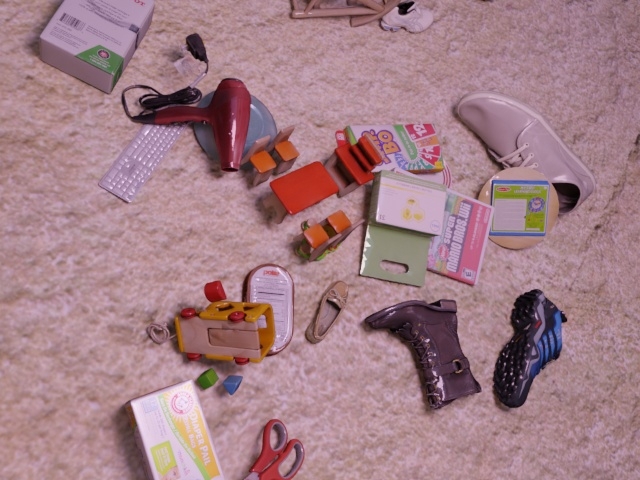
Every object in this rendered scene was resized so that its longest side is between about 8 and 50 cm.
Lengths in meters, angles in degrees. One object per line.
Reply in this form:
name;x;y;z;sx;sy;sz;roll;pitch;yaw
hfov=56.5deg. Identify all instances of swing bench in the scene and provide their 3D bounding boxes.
swing bench;0.049;-0.692;1.489;0.254;0.165;0.253;-3;73;-30

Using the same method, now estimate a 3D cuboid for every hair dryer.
hair dryer;-0.249;-0.259;1.236;0.223;0.080;0.293;-41;78;4

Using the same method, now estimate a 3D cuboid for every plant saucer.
plant saucer;-0.177;-0.252;1.301;0.194;0.037;0.195;9;71;-26

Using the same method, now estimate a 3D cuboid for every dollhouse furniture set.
dollhouse furniture set;0.004;-0.130;1.261;0.259;0.135;0.262;-31;83;-40

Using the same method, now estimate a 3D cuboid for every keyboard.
keyboard;-0.351;-0.192;1.225;0.072;0.014;0.256;33;63;-10

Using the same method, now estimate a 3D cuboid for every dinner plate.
dinner plate;0.265;-0.166;1.485;0.141;0.017;0.141;7;71;-22

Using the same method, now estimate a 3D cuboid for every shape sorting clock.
shape sorting clock;0.497;-0.082;1.504;0.206;0.040;0.206;0;100;0

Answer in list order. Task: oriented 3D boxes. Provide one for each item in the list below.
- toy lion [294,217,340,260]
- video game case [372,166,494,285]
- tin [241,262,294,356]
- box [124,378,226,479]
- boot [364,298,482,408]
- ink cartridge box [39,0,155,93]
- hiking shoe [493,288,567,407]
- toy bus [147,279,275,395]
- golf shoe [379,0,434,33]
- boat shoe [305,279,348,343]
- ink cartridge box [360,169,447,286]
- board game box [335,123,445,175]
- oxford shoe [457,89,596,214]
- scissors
toy lion;0.000;0.000;1.308;0.096;0.034;0.100;24;65;-23
video game case;0.272;-0.031;1.415;0.285;0.025;0.204;19;79;-17
tin;-0.105;0.139;1.211;0.106;0.040;0.190;9;69;-25
box;-0.252;0.356;1.032;0.114;0.103;0.203;-17;80;-27
boot;0.229;0.247;1.288;0.262;0.091;0.229;-1;73;-26
ink cartridge box;-0.452;-0.431;1.219;0.153;0.087;0.208;26;65;-13
hiking shoe;0.507;0.262;1.392;0.132;0.113;0.304;33;63;-10
toy bus;-0.184;0.164;1.120;0.202;0.191;0.104;44;25;0
golf shoe;0.244;-0.600;1.583;0.176;0.086;0.069;-16;78;-29
boat shoe;0.021;0.147;1.254;0.056;0.048;0.153;39;62;-8
ink cartridge box;0.189;-0.026;1.344;0.171;0.056;0.235;12;79;-18
board game box;0.169;-0.219;1.440;0.259;0.039;0.124;-6;74;-16
oxford shoe;0.535;-0.223;1.544;0.449;0.169;0.130;37;64;-14
scissors;-0.111;0.424;1.035;0.109;0.021;0.297;60;30;-6
